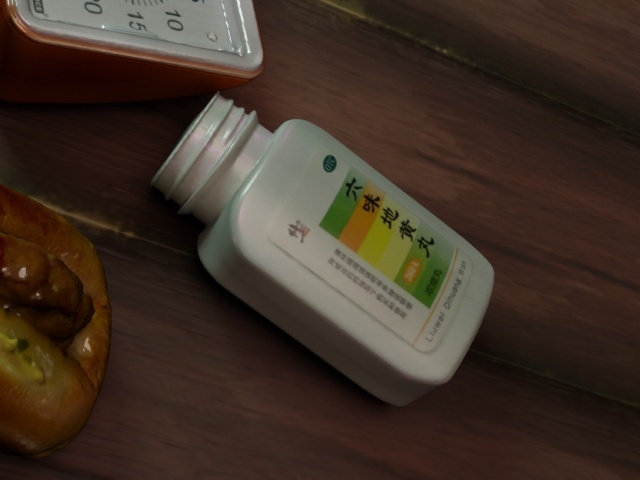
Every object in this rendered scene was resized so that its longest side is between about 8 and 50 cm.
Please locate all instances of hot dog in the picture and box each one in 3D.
[{"bbox_3d":[-0.340,0.031,0.784,0.405,0.223,0.185,17,69,-18],"label":"hot dog"}]

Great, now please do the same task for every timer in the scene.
[{"bbox_3d":[-0.187,-0.256,0.980,0.249,0.161,0.258,-4,71,-27],"label":"timer"}]

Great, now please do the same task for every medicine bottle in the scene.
[{"bbox_3d":[0.000,0.000,1.009,0.324,0.124,0.179,36,53,-8],"label":"medicine bottle"}]
